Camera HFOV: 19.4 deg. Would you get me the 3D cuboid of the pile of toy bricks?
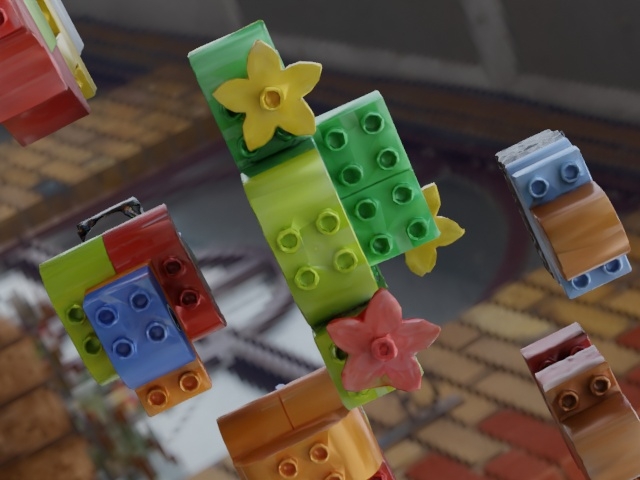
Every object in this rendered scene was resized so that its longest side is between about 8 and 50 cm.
[{"bbox_3d":[0.000,0.000,0.382,0.212,0.118,0.105,63,3,-14],"label":"pile of toy bricks"}]
